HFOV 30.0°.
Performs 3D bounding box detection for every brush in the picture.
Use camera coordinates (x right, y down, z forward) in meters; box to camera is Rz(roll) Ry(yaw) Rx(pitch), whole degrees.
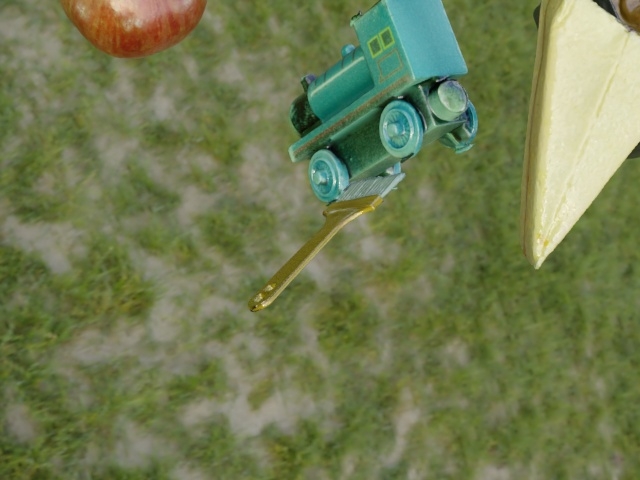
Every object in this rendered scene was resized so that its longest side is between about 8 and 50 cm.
[{"bbox_3d":[0.000,0.000,1.213,0.218,0.082,0.010,-47,114,-31],"label":"brush"}]

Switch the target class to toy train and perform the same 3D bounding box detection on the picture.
[{"bbox_3d":[0.065,-0.166,1.482,0.120,0.298,0.194,-14,80,-37],"label":"toy train"}]

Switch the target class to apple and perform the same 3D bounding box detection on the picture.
[{"bbox_3d":[-0.180,-0.247,1.154,0.146,0.131,0.146,3,67,-8],"label":"apple"}]

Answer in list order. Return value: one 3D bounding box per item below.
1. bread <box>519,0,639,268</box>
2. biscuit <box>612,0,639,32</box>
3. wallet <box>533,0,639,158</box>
[{"bbox_3d":[0.241,-0.127,1.263,0.163,0.264,0.167,37,10,-3],"label":"bread"},{"bbox_3d":[0.464,-0.342,1.708,0.037,0.262,0.262,3,70,-43],"label":"biscuit"},{"bbox_3d":[0.382,-0.225,1.652,0.052,0.168,0.245,-28,101,-20],"label":"wallet"}]
